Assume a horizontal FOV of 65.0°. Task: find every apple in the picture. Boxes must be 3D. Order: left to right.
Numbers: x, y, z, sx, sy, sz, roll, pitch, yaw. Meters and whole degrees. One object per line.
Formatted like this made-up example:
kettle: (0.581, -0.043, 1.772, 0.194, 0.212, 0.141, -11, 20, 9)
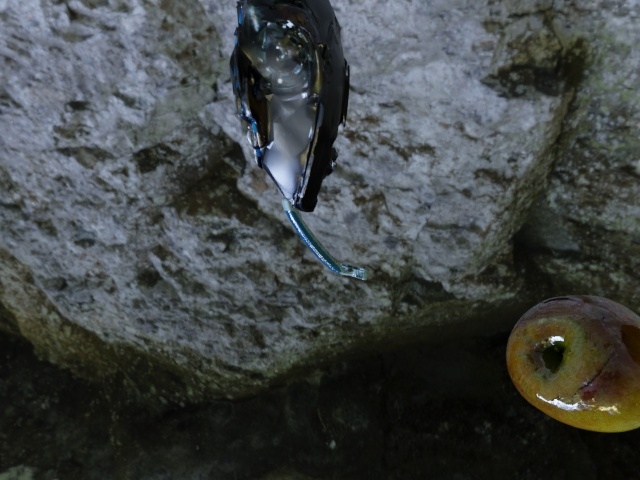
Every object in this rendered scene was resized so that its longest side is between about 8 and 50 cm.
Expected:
apple: (0.314, 0.148, 0.590, 0.147, 0.163, 0.146, 20, -120, -31)

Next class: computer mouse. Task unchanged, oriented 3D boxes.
computer mouse: (-0.015, -0.133, 0.443, 0.078, 0.241, 0.146, 6, -145, 18)

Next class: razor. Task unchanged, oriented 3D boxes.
razor: (-0.002, 0.003, 0.799, 0.068, 0.191, 0.037, 11, -120, 54)
